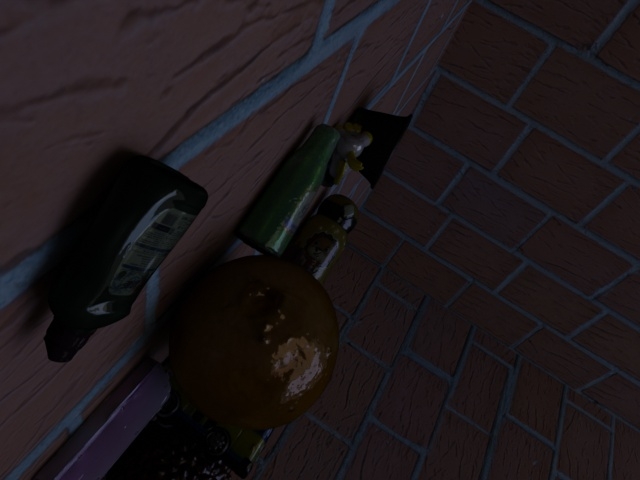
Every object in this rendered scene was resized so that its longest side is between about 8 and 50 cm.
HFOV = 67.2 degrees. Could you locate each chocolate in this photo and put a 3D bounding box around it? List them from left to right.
[{"bbox_3d":[-0.142,0.099,1.344,0.321,0.111,0.112,-44,156,-61],"label":"chocolate"},{"bbox_3d":[-0.054,-0.106,0.977,0.291,0.110,0.110,-59,174,-9],"label":"chocolate"}]

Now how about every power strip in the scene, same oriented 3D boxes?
[{"bbox_3d":[-0.366,0.332,0.843,0.279,0.037,0.109,-52,151,-41],"label":"power strip"}]

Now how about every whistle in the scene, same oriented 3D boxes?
[{"bbox_3d":[0.076,-0.244,1.471,0.062,0.062,0.312,-61,173,35],"label":"whistle"}]

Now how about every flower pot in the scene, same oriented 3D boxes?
[{"bbox_3d":[0.143,-0.280,1.364,0.235,0.148,0.235,-62,179,-2],"label":"flower pot"}]

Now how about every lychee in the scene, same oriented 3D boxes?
[{"bbox_3d":[-0.352,0.571,1.148,0.330,0.306,0.306,-51,172,-18],"label":"lychee"}]

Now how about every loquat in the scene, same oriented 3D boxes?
[{"bbox_3d":[-0.119,0.188,0.902,0.329,0.328,0.328,-56,174,-9],"label":"loquat"}]

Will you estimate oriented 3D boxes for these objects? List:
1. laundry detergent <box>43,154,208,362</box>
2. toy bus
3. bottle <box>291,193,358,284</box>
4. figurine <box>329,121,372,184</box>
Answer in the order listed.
[{"bbox_3d":[-0.206,0.025,0.499,0.222,0.078,0.144,-58,178,3],"label":"laundry detergent"},{"bbox_3d":[-0.235,0.370,1.064,0.175,0.287,0.138,-51,172,-35],"label":"toy bus"},{"bbox_3d":[0.000,0.000,1.634,0.351,0.171,0.171,-58,174,-10],"label":"bottle"},{"bbox_3d":[0.060,-0.221,1.249,0.178,0.109,0.130,146,-53,-67],"label":"figurine"}]
